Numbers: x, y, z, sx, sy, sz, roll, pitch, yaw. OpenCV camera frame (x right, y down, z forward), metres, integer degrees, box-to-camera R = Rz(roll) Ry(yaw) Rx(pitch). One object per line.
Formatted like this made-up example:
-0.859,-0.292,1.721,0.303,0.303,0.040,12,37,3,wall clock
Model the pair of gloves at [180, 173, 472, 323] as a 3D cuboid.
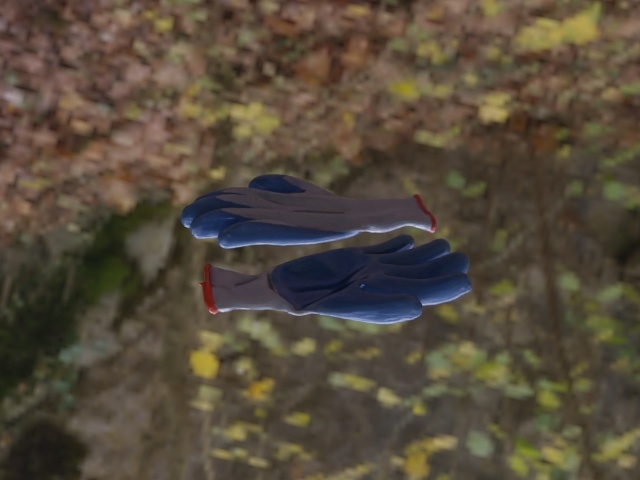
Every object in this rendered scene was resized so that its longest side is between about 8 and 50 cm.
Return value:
0.000,0.000,1.027,0.159,0.023,0.198,-2,-156,-8,pair of gloves
